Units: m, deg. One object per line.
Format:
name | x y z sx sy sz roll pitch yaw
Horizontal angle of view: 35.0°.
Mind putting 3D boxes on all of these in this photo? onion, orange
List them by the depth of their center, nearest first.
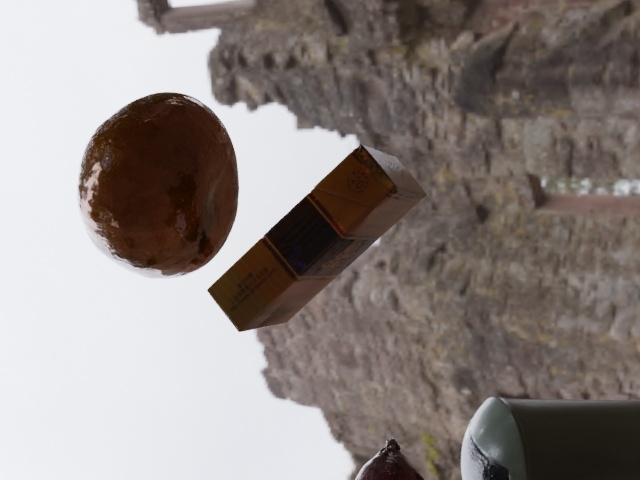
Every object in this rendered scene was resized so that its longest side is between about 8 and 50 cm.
orange | -0.200 -0.065 1.256 0.240 0.171 0.240 8 -90 -72
onion | 0.131 0.465 1.901 0.159 0.159 0.195 37 -136 -54

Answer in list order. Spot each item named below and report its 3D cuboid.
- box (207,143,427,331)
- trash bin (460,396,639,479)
box | 0.000 0.000 1.142 0.237 0.070 0.152 -45 -13 13
trash bin | 0.493 0.444 2.012 0.280 0.432 0.280 180 90 -78
